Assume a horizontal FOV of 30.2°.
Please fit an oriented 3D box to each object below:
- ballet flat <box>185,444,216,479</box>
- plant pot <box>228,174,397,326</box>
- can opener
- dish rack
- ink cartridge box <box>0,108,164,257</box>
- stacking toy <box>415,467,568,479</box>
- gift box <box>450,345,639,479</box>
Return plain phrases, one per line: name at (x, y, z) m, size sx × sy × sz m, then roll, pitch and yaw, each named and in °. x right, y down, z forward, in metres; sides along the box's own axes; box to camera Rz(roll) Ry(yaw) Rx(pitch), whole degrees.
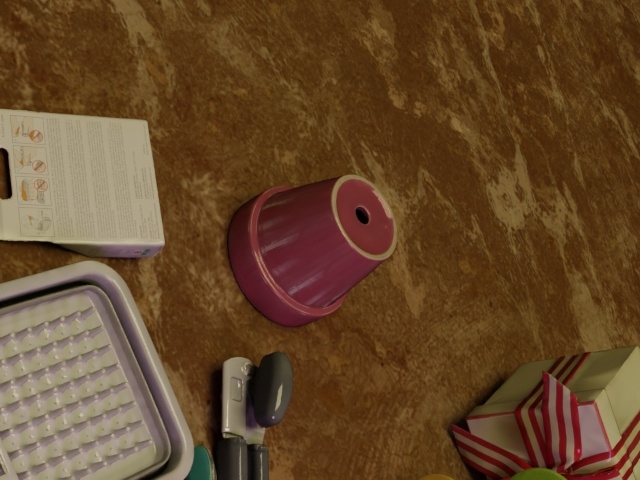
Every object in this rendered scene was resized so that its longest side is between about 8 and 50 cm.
ballet flat at (-0.142, 0.309, 1.447) m, size 0.041 × 0.041 × 0.114 m, roll 18°, pitch 56°, yaw -41°
plant pot at (0.000, 0.000, 1.666) m, size 0.201 × 0.180 × 0.201 m, roll 25°, pitch 52°, yaw -37°
can opener at (-0.089, 0.272, 1.488) m, size 0.074 × 0.093 × 0.280 m, roll 24°, pitch 57°, yaw -39°
dish rack at (-0.310, 0.186, 1.300) m, size 0.332 × 0.072 × 0.286 m, roll -18°, pitch 82°, yaw -51°
ink cartridge box at (-0.315, -0.070, 1.477) m, size 0.224 × 0.056 × 0.181 m, roll 1°, pitch 67°, yaw -28°
stacking toy at (0.265, 0.465, 1.627) m, size 0.130 × 0.279 × 0.309 m, roll 29°, pitch 47°, yaw -49°
gift box at (0.378, 0.310, 1.855) m, size 0.258 × 0.255 × 0.276 m, roll -33°, pitch 100°, yaw -53°
